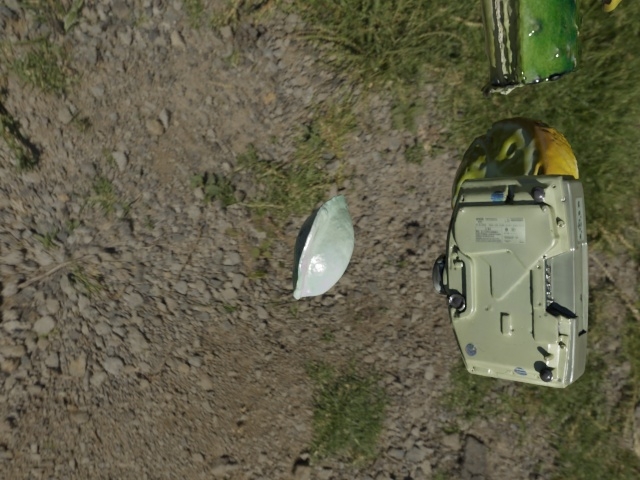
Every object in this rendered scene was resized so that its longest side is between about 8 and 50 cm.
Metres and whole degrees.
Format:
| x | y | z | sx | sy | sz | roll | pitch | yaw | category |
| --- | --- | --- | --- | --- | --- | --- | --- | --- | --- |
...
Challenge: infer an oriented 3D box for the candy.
| x | y | z | sx | sy | sz | roll | pitch | yaw | category |
| --- | --- | --- | --- | --- | --- | --- | --- | --- | --- |
| 0.371 | -0.115 | 1.231 | 0.118 | 0.260 | 0.259 | 13 | 83 | -32 | candy |

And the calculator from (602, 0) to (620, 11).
| x | y | z | sx | sy | sz | roll | pitch | yaw | category |
| --- | --- | --- | --- | --- | --- | --- | --- | --- | --- |
| 0.777 | -0.678 | 1.588 | 0.033 | 0.236 | 0.157 | 43 | 93 | 19 | calculator |

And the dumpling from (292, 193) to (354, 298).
| x | y | z | sx | sy | sz | roll | pitch | yaw | category |
| --- | --- | --- | --- | --- | --- | --- | --- | --- | --- |
| -0.006 | 0.002 | 1.172 | 0.149 | 0.105 | 0.216 | 48 | 59 | -37 | dumpling |

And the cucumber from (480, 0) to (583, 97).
| x | y | z | sx | sy | sz | roll | pitch | yaw | category |
| --- | --- | --- | --- | --- | --- | --- | --- | --- | --- |
| 0.231 | -0.335 | 0.706 | 0.145 | 0.105 | 0.325 | -15 | 98 | -24 | cucumber |

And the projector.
| x | y | z | sx | sy | sz | roll | pitch | yaw | category |
| --- | --- | --- | --- | --- | --- | --- | --- | --- | --- |
| 0.246 | 0.049 | 0.841 | 0.088 | 0.194 | 0.269 | -8 | 97 | -50 | projector |
